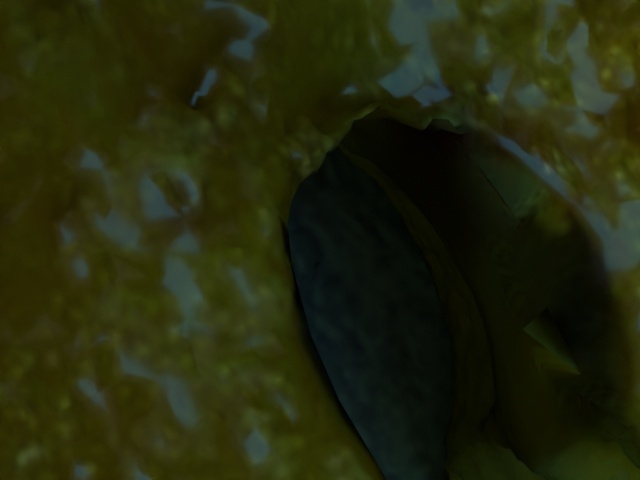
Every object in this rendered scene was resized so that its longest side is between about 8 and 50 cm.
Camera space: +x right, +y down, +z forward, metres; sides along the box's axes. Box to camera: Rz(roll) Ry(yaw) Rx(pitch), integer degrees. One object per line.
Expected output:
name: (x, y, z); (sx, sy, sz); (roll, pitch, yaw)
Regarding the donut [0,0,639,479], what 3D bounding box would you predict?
donut: (0.000, 0.000, 0.541); (0.435, 0.163, 0.378); (-17, 90, -35)
